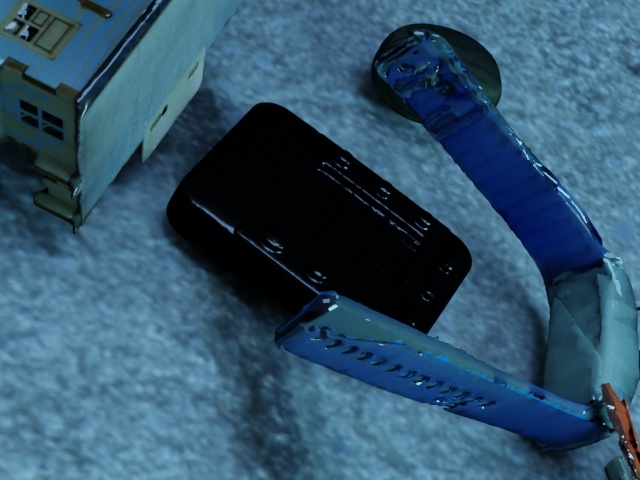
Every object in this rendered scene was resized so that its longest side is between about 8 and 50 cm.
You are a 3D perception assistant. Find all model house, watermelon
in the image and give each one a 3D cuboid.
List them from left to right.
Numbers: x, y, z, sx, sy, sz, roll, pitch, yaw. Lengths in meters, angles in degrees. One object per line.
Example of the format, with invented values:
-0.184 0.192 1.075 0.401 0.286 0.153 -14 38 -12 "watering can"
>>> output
-0.175 -0.164 1.146 0.206 0.178 0.271 27 62 8 "model house"
0.090 -0.123 1.383 0.110 0.078 0.078 11 47 -30 "watermelon"

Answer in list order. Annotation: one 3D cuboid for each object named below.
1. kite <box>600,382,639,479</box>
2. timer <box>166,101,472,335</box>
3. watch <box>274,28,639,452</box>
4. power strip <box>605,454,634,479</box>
0.223 0.178 1.203 0.232 0.009 0.189 -27 96 -46 "kite"
0.000 0.000 1.221 0.187 0.055 0.144 37 39 2 "timer"
0.105 0.042 1.176 0.274 0.068 0.276 49 40 -26 "watch"
0.238 0.167 1.270 0.090 0.016 0.040 2 53 -35 "power strip"
